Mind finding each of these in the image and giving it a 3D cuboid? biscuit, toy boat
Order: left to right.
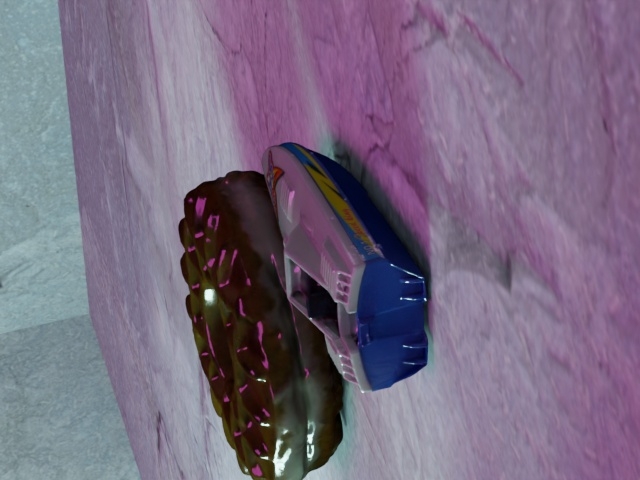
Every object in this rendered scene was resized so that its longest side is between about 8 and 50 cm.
[{"bbox_3d":[-0.063,0.090,1.843,0.332,0.103,0.332,168,90,-76],"label":"biscuit"},{"bbox_3d":[0.000,0.000,1.523,0.295,0.088,0.129,-122,24,-54],"label":"toy boat"}]
